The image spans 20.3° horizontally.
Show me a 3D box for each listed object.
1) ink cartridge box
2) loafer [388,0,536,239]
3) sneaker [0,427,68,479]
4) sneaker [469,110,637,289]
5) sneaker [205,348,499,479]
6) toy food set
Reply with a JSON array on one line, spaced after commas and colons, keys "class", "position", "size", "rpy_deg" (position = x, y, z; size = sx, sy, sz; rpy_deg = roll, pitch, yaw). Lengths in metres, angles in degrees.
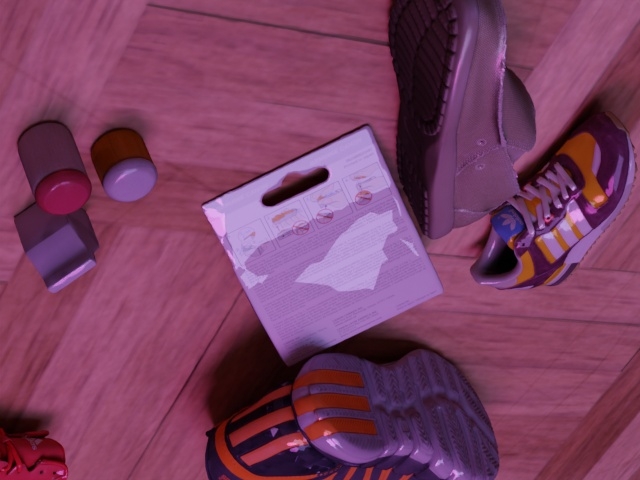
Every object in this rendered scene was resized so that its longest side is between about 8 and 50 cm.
[{"class": "ink cartridge box", "position": [0.000, 0.000, 1.399], "size": [0.145, 0.045, 0.179], "rpy_deg": [-26, 124, 1]}, {"class": "loafer", "position": [0.107, -0.104, 1.283], "size": [0.092, 0.102, 0.268], "rpy_deg": [-19, 151, -12]}, {"class": "sneaker", "position": [-0.267, 0.156, 1.396], "size": [0.128, 0.087, 0.221], "rpy_deg": [-21, 155, -20]}, {"class": "sneaker", "position": [0.185, -0.026, 1.434], "size": [0.084, 0.069, 0.185], "rpy_deg": [-7, 138, -31]}, {"class": "sneaker", "position": [0.015, 0.176, 1.552], "size": [0.180, 0.124, 0.321], "rpy_deg": [-27, 153, 28]}, {"class": "toy food set", "position": [-0.212, 0.016, 1.229], "size": [0.232, 0.104, 0.111], "rpy_deg": [-33, 142, 10]}]
